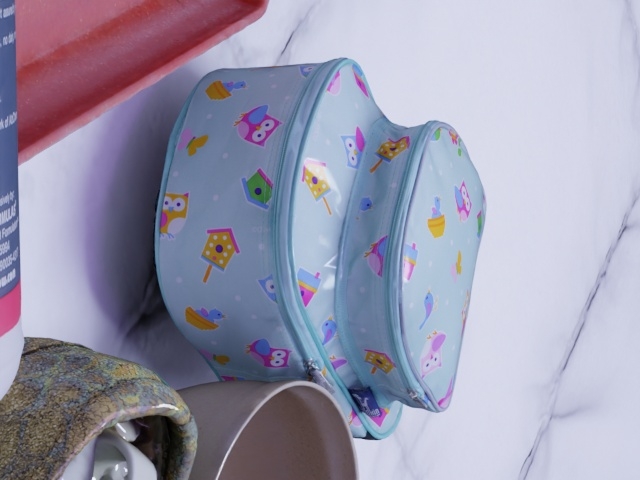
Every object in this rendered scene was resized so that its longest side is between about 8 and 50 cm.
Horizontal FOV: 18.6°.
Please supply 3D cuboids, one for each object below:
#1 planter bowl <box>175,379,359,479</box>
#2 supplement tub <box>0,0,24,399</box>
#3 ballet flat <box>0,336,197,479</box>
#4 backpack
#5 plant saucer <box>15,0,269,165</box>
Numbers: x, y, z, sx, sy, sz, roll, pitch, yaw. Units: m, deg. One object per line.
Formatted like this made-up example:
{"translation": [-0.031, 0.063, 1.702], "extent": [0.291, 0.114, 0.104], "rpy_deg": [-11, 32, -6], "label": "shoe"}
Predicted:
{"translation": [-0.065, 0.141, 0.930], "extent": [0.162, 0.109, 0.162], "rpy_deg": [-20, 113, -60], "label": "planter bowl"}
{"translation": [-0.183, -0.078, 0.563], "extent": [0.191, 0.191, 0.272], "rpy_deg": [-20, 113, -60], "label": "supplement tub"}
{"translation": [-0.135, 0.202, 0.773], "extent": [0.123, 0.123, 0.349], "rpy_deg": [51, 51, -54], "label": "ballet flat"}
{"translation": [0.000, 0.000, 0.986], "extent": [0.188, 0.144, 0.166], "rpy_deg": [49, 49, -48], "label": "backpack"}
{"translation": [-0.114, -0.185, 0.832], "extent": [0.258, 0.047, 0.259], "rpy_deg": [-40, 129, -53], "label": "plant saucer"}
